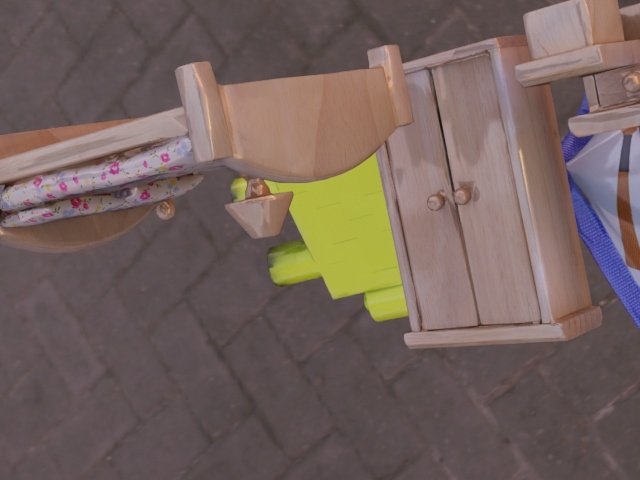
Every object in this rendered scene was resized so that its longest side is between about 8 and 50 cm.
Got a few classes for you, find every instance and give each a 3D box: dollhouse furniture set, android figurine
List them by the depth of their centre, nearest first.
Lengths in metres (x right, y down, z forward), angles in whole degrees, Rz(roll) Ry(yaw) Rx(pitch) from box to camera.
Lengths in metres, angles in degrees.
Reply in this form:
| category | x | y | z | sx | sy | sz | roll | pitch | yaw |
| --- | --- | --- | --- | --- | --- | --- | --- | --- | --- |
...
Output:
| category | x | y | z | sx | sy | sz | roll | pitch | yaw |
| --- | --- | --- | --- | --- | --- | --- | --- | --- | --- |
| dollhouse furniture set | 0.000 | 0.000 | 0.566 | 0.303 | 0.356 | 0.173 | -9 | 94 | 44 |
| android figurine | 0.060 | -0.035 | 1.085 | 0.273 | 0.056 | 0.248 | -12 | 120 | 22 |

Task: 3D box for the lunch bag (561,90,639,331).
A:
| category | x | y | z | sx | sy | sz | roll | pitch | yaw |
| --- | --- | --- | --- | --- | --- | --- | --- | --- | --- |
| lunch bag | 0.381 | 0.014 | 0.720 | 0.328 | 0.239 | 0.385 | -24 | 108 | 35 |
